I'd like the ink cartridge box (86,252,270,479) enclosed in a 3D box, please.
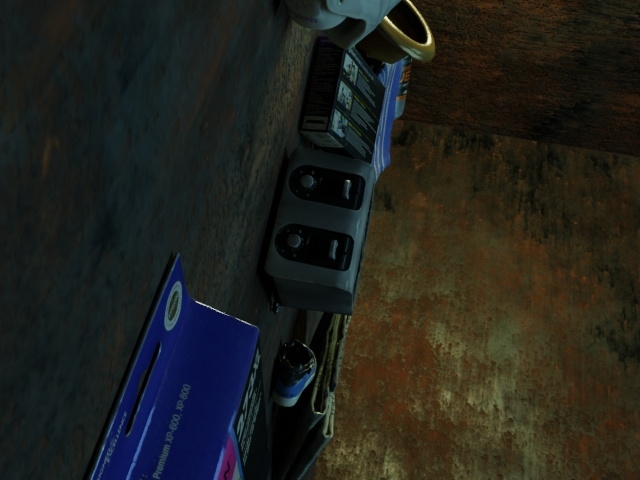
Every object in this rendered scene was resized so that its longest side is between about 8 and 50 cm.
[{"bbox_3d":[-0.094,0.188,0.608,0.370,0.069,0.175,88,13,-53],"label":"ink cartridge box"}]

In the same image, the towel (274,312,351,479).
[{"bbox_3d":[-0.003,0.266,1.379,0.324,0.056,0.312,110,-4,-48],"label":"towel"}]

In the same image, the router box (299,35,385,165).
[{"bbox_3d":[0.035,-0.184,1.044,0.179,0.046,0.133,30,70,-65],"label":"router box"}]

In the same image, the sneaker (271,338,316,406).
[{"bbox_3d":[-0.033,0.187,1.187,0.152,0.058,0.084,-52,161,-64],"label":"sneaker"}]

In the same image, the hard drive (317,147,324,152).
[{"bbox_3d":[0.028,-0.133,1.253,0.254,0.054,0.172,94,8,-45],"label":"hard drive"}]

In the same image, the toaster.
[{"bbox_3d":[0.000,0.000,0.938,0.185,0.110,0.168,84,18,-70],"label":"toaster"}]

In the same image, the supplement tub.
[{"bbox_3d":[0.122,-0.346,1.502,0.117,0.117,0.190,-69,168,-62],"label":"supplement tub"}]

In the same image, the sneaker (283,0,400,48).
[{"bbox_3d":[0.021,-0.267,0.651,0.152,0.114,0.305,-53,159,0],"label":"sneaker"}]

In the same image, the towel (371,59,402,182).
[{"bbox_3d":[0.101,-0.190,1.336,0.336,0.040,0.243,-64,163,-62],"label":"towel"}]

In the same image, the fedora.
[{"bbox_3d":[0.106,-0.360,1.263,0.079,0.194,0.194,-39,-158,35],"label":"fedora"}]
